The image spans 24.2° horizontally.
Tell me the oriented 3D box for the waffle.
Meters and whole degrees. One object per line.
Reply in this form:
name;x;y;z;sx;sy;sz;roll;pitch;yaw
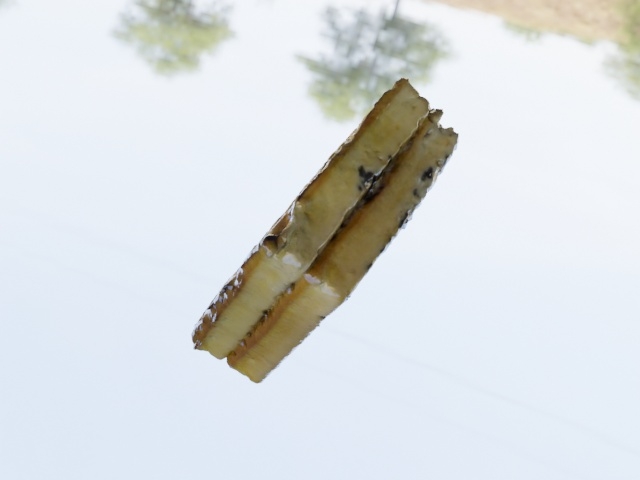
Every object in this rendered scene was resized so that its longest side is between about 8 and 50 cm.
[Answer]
waffle;0.000;0.001;0.638;0.042;0.102;0.148;39;154;-1
